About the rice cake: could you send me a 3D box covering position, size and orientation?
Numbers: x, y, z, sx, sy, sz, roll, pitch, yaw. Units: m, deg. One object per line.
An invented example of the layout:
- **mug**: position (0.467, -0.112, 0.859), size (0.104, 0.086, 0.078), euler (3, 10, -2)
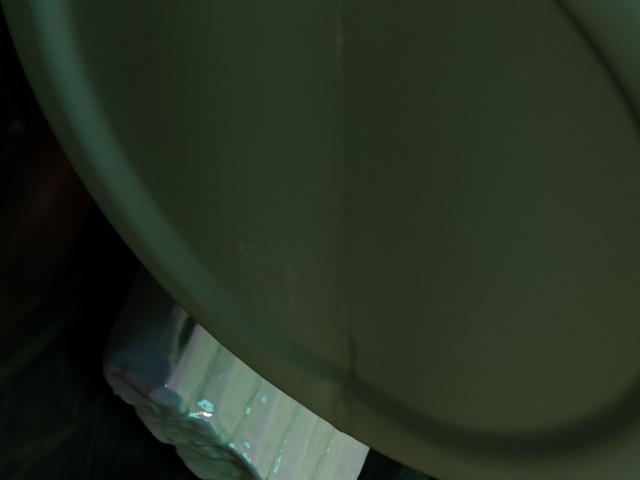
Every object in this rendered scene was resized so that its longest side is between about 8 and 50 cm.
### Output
- **rice cake**: position (0.000, 0.000, 0.664), size (0.189, 0.037, 0.198), euler (52, 54, -55)

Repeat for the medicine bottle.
- **medicine bottle**: position (0.073, -0.090, 0.505), size (0.241, 0.253, 0.252), euler (-45, 138, -33)
